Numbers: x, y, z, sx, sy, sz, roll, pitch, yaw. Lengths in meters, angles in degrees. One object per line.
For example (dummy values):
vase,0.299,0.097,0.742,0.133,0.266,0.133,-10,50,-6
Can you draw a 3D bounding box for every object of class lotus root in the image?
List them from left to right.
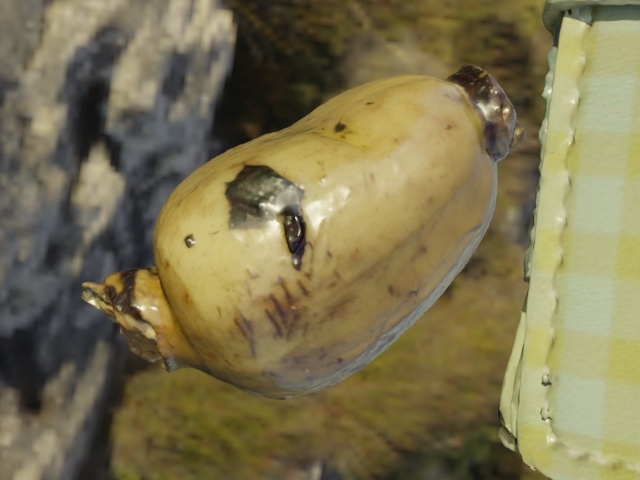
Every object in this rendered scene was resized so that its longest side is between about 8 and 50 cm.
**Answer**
lotus root,0.000,0.000,1.072,0.257,0.140,0.154,-35,156,0

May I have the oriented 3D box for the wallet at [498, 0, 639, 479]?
wallet,0.154,-0.082,0.441,0.077,0.223,0.310,23,78,-56
